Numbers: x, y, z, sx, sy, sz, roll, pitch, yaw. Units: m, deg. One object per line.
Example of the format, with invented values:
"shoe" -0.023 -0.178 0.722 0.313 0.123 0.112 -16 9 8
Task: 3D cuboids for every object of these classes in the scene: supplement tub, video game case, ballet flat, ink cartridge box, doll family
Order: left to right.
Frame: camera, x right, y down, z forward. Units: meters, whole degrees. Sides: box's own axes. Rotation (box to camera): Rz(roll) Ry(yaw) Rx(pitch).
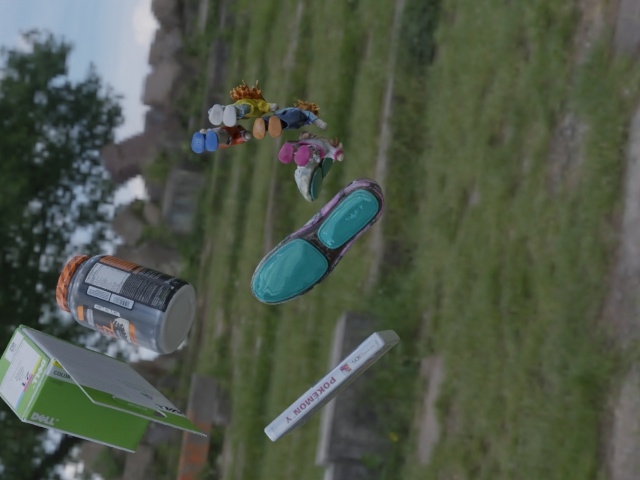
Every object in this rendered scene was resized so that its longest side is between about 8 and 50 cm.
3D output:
"ink cartridge box" -0.300 0.223 1.591 0.255 0.189 0.097 29 92 51
"supplement tub" -0.293 0.091 1.798 0.117 0.190 0.117 17 -90 -71
"doll family" -0.079 -0.201 1.987 0.163 0.263 0.118 -28 -54 -64
"ballet flat" -0.018 -0.114 2.056 0.168 0.052 0.057 -63 -28 -58
"ballet flat" 0.000 0.000 1.576 0.221 0.077 0.079 -44 7 14
"video game case" 0.021 0.182 1.529 0.183 0.023 0.201 -42 -9 5
